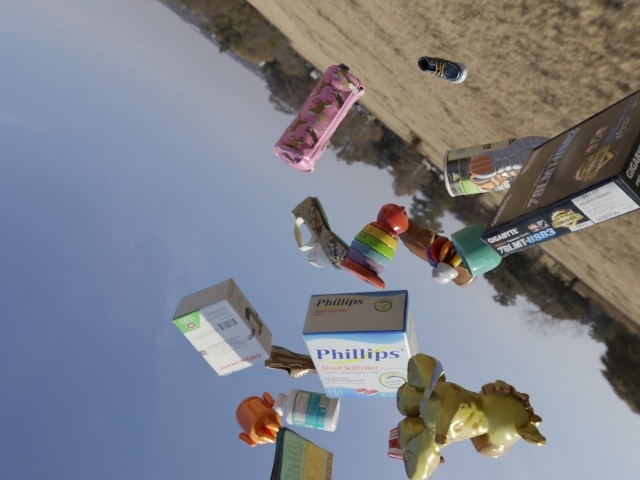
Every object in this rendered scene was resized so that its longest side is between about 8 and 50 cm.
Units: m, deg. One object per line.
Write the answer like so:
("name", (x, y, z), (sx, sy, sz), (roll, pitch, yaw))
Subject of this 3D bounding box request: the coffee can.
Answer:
("coffee can", (0.673, -0.299, 1.903), (0.202, 0.276, 0.201), (13, -106, -57))

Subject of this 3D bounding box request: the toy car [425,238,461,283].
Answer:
("toy car", (0.444, 0.056, 1.646), (0.136, 0.159, 0.182), (34, 165, 8))

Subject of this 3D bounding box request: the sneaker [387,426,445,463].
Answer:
("sneaker", (0.348, 0.729, 1.656), (0.221, 0.087, 0.128), (20, -128, -17))

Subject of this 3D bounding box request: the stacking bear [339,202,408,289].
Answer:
("stacking bear", (0.208, 0.003, 1.618), (0.164, 0.288, 0.175), (32, 176, -13))

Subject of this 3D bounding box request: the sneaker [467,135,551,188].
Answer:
("sneaker", (0.699, -0.280, 1.679), (0.180, 0.322, 0.124), (35, -133, -72))

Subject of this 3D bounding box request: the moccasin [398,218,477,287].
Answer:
("moccasin", (0.476, 0.029, 1.865), (0.139, 0.146, 0.380), (-27, -120, -39))

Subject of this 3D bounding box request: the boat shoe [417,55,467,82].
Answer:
("boat shoe", (0.396, -0.562, 1.510), (0.083, 0.065, 0.183), (-5, -148, -22))

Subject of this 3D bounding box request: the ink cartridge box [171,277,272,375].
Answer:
("ink cartridge box", (-0.324, 0.300, 1.564), (0.121, 0.211, 0.289), (-90, -25, -59))

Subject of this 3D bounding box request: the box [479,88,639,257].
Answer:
("box", (0.467, -0.124, 0.837), (0.073, 0.295, 0.293), (44, 154, -6))

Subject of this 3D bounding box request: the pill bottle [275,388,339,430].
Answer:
("pill bottle", (-0.056, 0.723, 1.974), (0.264, 0.146, 0.146), (6, -168, 11))

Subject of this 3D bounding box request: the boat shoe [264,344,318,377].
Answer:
("boat shoe", (-0.115, 0.602, 2.190), (0.325, 0.123, 0.116), (16, -120, 1))

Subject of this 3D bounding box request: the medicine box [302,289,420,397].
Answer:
("medicine box", (0.121, 0.285, 1.242), (0.149, 0.264, 0.289), (-76, -25, -48))

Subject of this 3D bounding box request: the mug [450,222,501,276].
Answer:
("mug", (0.416, 0.010, 1.227), (0.129, 0.098, 0.157), (50, -163, -53))

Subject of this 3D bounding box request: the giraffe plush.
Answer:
("giraffe plush", (0.224, 0.258, 0.687), (0.171, 0.210, 0.181), (10, -132, -5))

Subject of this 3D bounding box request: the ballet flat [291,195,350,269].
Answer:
("ballet flat", (0.000, 0.000, 1.882), (0.482, 0.182, 0.164), (57, 180, 45))

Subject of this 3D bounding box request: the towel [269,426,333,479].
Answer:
("towel", (-0.055, 0.743, 1.382), (0.370, 0.040, 0.271), (53, -144, -48))

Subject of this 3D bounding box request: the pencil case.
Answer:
("pencil case", (-0.003, -0.414, 1.577), (0.160, 0.386, 0.167), (34, 169, -7))

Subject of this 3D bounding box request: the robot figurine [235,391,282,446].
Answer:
("robot figurine", (-0.227, 0.645, 1.656), (0.128, 0.157, 0.219), (-8, -168, -32))
